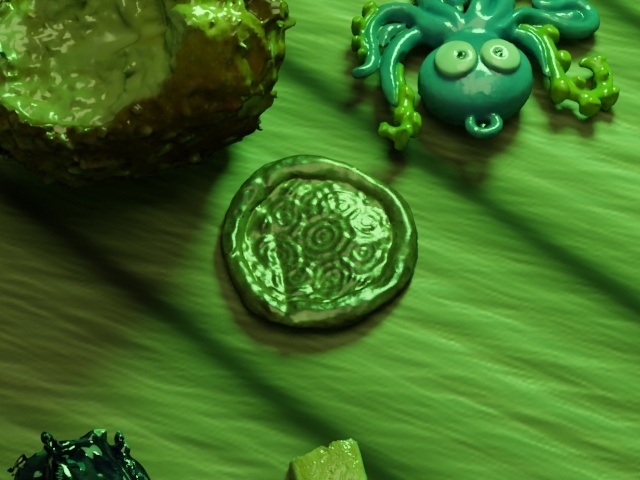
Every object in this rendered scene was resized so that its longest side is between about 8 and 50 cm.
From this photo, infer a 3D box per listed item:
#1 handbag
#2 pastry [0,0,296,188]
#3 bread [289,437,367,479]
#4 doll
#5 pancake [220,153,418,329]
[{"bbox_3d":[-0.226,0.320,1.647,0.162,0.113,0.260,10,44,-45],"label":"handbag"},{"bbox_3d":[-0.210,-0.218,1.894,0.405,0.337,0.292,-25,77,15],"label":"pastry"},{"bbox_3d":[0.010,0.263,1.757,0.083,0.035,0.070,-17,59,-5],"label":"bread"},{"bbox_3d":[0.211,-0.267,2.063,0.346,0.099,0.341,0,59,-5],"label":"doll"},{"bbox_3d":[0.000,0.001,1.924,0.250,0.031,0.250,1,56,-2],"label":"pancake"}]
